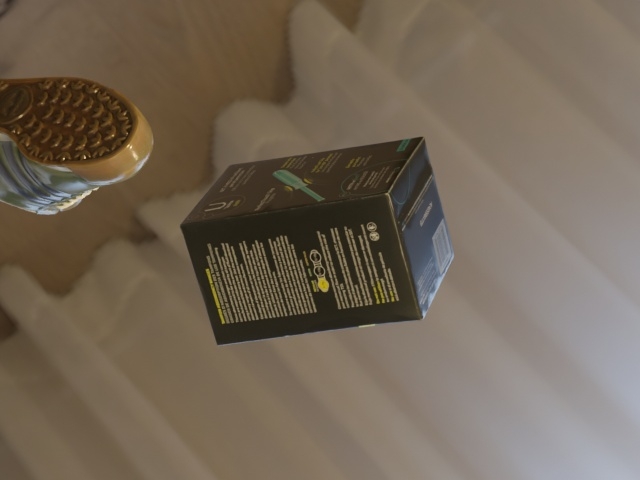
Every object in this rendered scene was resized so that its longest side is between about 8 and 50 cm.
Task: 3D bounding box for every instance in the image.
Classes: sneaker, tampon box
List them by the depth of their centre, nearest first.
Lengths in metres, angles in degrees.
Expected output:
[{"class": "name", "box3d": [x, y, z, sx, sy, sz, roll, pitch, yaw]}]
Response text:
[{"class": "sneaker", "box3d": [-0.164, -0.053, 1.111, 0.064, 0.192, 0.086, -61, 139, -23]}, {"class": "tampon box", "box3d": [0.000, 0.000, 1.308, 0.120, 0.161, 0.101, -56, 134, -61]}]
